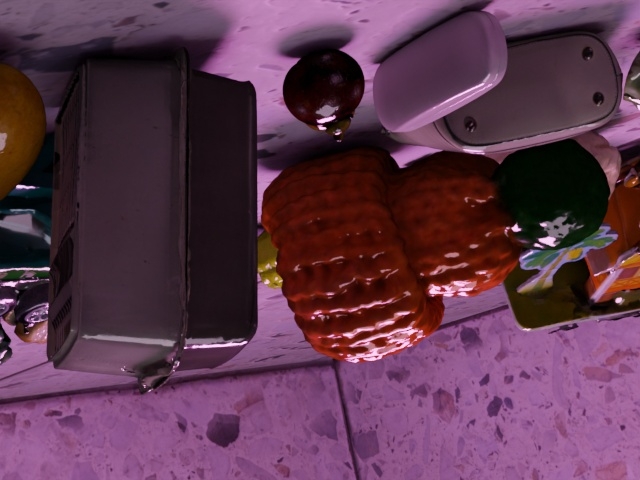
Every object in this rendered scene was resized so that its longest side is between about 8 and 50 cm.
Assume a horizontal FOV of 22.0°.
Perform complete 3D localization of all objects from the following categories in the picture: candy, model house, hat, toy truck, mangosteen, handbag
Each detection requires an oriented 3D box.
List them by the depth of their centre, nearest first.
[{"bbox_3d":[0.006,-0.141,1.543,0.081,0.081,0.081,-12,171,-2],"label":"mangosteen"},{"bbox_3d":[-0.249,-0.022,1.676,0.363,0.176,0.178,-1,153,-45],"label":"toy truck"},{"bbox_3d":[0.192,-0.154,1.792,0.241,0.109,0.315,-10,-176,-6],"label":"handbag"},{"bbox_3d":[0.134,-0.037,1.968,0.400,0.285,0.285,-30,167,12],"label":"hat"},{"bbox_3d":[0.000,0.000,2.368,0.209,0.097,0.097,-24,166,27],"label":"candy"},{"bbox_3d":[0.437,-0.047,2.435,0.357,0.242,0.313,-8,154,-15],"label":"model house"}]

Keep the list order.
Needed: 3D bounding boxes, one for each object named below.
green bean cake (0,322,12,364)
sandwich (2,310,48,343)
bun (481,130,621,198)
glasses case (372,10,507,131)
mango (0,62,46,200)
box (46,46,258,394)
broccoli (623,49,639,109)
[{"bbox_3d":[-0.472,0.059,2.013,0.107,0.193,0.208,-28,138,-12],"label":"green bean cake"},{"bbox_3d":[-0.264,0.039,2.109,0.254,0.099,0.288,-33,167,13],"label":"sandwich"},{"bbox_3d":[0.299,-0.068,2.185,0.220,0.134,0.220,-14,167,-3],"label":"bun"},{"bbox_3d":[0.112,-0.160,1.574,0.049,0.074,0.193,-6,168,-34],"label":"glasses case"},{"bbox_3d":[-0.336,-0.073,1.370,0.262,0.130,0.167,-22,162,23],"label":"mango"},{"bbox_3d":[-0.152,-0.014,1.471,0.166,0.290,0.220,3,166,-15],"label":"box"},{"bbox_3d":[0.458,-0.139,1.739,0.270,0.270,0.270,19,179,16],"label":"broccoli"}]
